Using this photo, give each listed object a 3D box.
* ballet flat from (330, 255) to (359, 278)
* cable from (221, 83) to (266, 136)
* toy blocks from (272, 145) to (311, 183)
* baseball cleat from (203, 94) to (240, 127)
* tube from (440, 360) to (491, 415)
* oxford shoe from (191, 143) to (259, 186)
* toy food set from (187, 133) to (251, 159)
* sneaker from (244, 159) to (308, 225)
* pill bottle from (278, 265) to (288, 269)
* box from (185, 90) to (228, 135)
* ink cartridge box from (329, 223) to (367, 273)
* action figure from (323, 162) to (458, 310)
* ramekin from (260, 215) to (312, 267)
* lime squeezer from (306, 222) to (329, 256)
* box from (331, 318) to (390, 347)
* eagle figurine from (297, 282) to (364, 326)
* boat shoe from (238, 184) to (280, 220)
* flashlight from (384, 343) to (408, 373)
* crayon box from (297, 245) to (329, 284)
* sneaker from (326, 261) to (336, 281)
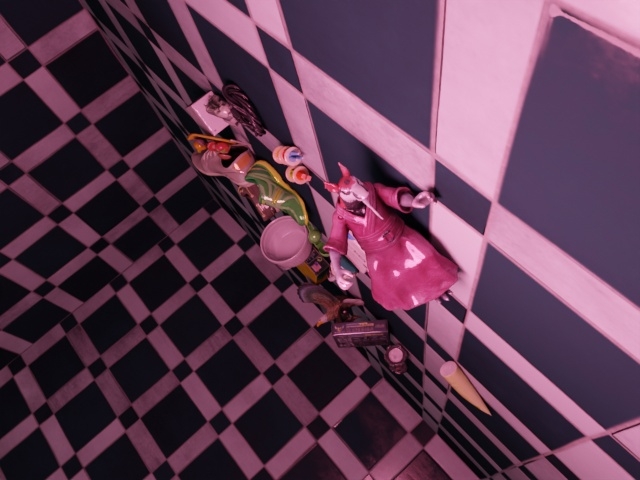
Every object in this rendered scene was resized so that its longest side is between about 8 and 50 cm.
[{"bbox_3d":[0.073,0.072,1.556,0.091,0.077,0.241,43,-158,3],"label":"ballet flat"},{"bbox_3d":[-0.220,-0.383,1.546,0.184,0.047,0.150,49,165,15],"label":"cable"},{"bbox_3d":[-0.068,-0.211,1.482,0.123,0.054,0.148,55,168,-24],"label":"toy blocks"},{"bbox_3d":[-0.315,-0.418,1.720,0.109,0.072,0.206,38,-174,-32],"label":"baseball cleat"},{"bbox_3d":[0.480,0.494,1.733,0.240,0.062,0.070,49,-149,-25],"label":"tube"},{"bbox_3d":[-0.383,-0.329,2.061,0.449,0.169,0.130,26,159,47],"label":"oxford shoe"},{"bbox_3d":[-0.375,-0.333,1.876,0.217,0.071,0.128,13,-173,19],"label":"toy food set"},{"bbox_3d":[-0.154,-0.150,1.854,0.295,0.123,0.109,46,169,12],"label":"sneaker"},{"bbox_3d":[-0.165,0.067,2.288,0.078,0.078,0.137,44,167,27],"label":"pill bottle"},{"bbox_3d":[-0.400,-0.452,1.880,0.130,0.091,0.170,54,169,-22],"label":"box"},{"bbox_3d":[0.106,-0.004,1.410,0.148,0.086,0.203,47,170,7],"label":"ink cartridge box"},{"bbox_3d":[0.136,-0.026,1.096,0.370,0.248,0.276,53,-164,-25],"label":"action figure"},{"bbox_3d":[-0.132,0.014,2.147,0.207,0.207,0.109,42,176,32],"label":"ramekin"},{"bbox_3d":[0.000,0.000,1.943,0.310,0.059,0.110,49,170,5],"label":"lime squeezer"},{"bbox_3d":[0.173,0.393,2.198,0.183,0.232,0.059,67,-162,-61],"label":"box"},{"bbox_3d":[0.051,0.294,2.360,0.298,0.225,0.226,-125,21,-44],"label":"eagle figurine"},{"bbox_3d":[-0.308,-0.220,2.318,0.305,0.091,0.109,49,169,3],"label":"boat shoe"},{"bbox_3d":[0.348,0.544,2.352,0.304,0.103,0.103,62,-165,-62],"label":"flashlight"},{"bbox_3d":[-0.056,0.095,2.362,0.202,0.081,0.318,48,168,10],"label":"crayon box"},{"bbox_3d":[0.064,0.114,2.097,0.077,0.072,0.178,62,160,-4],"label":"sneaker"}]
